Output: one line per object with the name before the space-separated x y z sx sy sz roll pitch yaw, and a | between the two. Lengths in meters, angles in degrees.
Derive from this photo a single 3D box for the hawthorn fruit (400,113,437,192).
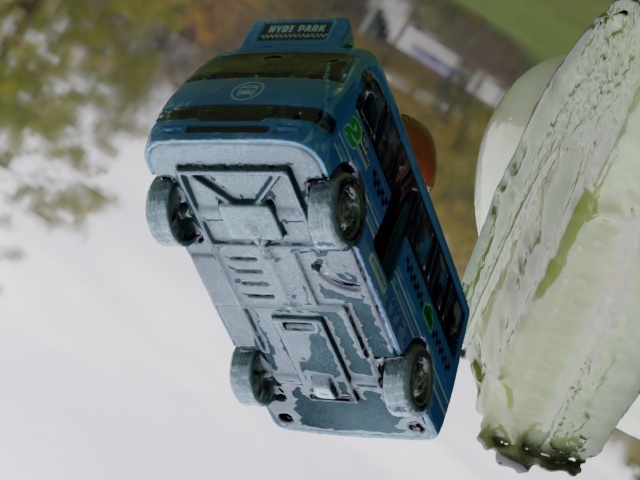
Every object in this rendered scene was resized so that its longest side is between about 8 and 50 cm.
hawthorn fruit | 0.078 -0.085 1.879 0.081 0.093 0.081 1 164 0

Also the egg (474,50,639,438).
egg | 0.269 0.000 1.443 0.345 0.283 0.283 38 -176 -16

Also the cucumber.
cucumber | 0.176 -0.014 1.139 0.105 0.325 0.145 4 -137 -14

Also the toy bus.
toy bus | 0.000 0.000 1.058 0.114 0.134 0.246 1 137 25
